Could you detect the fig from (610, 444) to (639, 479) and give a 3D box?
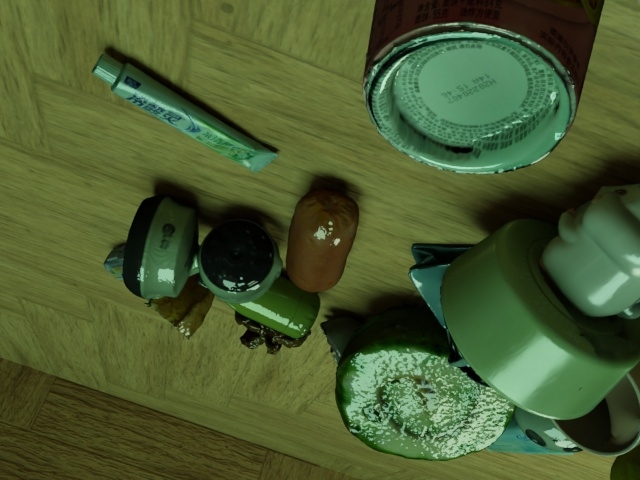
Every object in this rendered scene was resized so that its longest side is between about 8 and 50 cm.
[{"bbox_3d":[0.835,0.625,1.566,0.343,0.343,0.343,14,152,8],"label":"fig"}]

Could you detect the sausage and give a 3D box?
[{"bbox_3d":[0.000,0.000,1.179,0.114,0.113,0.259,17,152,3],"label":"sausage"}]

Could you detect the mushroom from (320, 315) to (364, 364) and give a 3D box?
[{"bbox_3d":[0.075,0.248,1.569,0.117,0.141,0.188,-17,135,-2],"label":"mushroom"}]

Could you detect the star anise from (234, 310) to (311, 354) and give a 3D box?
[{"bbox_3d":[-0.122,0.215,1.646,0.196,0.111,0.212,12,159,26],"label":"star anise"}]

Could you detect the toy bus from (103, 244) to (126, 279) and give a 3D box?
[{"bbox_3d":[-0.417,0.045,1.546,0.190,0.064,0.075,-11,135,42],"label":"toy bus"}]

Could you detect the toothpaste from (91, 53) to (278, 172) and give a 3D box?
[{"bbox_3d":[-0.201,-0.187,1.033,0.297,0.048,0.075,29,147,-27],"label":"toothpaste"}]

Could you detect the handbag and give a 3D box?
[{"bbox_3d":[0.257,0.085,1.242,0.144,0.057,0.221,-5,143,25],"label":"handbag"}]

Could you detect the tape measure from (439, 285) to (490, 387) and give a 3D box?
[{"bbox_3d":[0.298,0.158,1.148,0.182,0.181,0.107,-3,163,5],"label":"tape measure"}]

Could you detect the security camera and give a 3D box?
[{"bbox_3d":[-0.210,0.033,1.284,0.277,0.197,0.191,12,161,-3],"label":"security camera"}]

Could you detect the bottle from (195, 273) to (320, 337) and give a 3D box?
[{"bbox_3d":[-0.134,0.111,1.448,0.260,0.112,0.112,26,151,-15],"label":"bottle"}]

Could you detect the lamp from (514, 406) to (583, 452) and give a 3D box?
[{"bbox_3d":[0.503,0.336,1.422,0.198,0.197,0.244,7,141,20],"label":"lamp"}]

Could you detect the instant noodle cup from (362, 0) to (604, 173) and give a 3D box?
[{"bbox_3d":[0.143,-0.201,0.588,0.244,0.255,0.244,12,150,7],"label":"instant noodle cup"}]

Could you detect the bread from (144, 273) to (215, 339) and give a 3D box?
[{"bbox_3d":[-0.307,0.127,1.550,0.129,0.134,0.260,40,170,-10],"label":"bread"}]

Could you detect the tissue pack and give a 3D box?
[{"bbox_3d":[0.512,0.496,1.786,0.177,0.089,0.263,38,145,-29],"label":"tissue pack"}]

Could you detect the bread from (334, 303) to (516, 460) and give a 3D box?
[{"bbox_3d":[0.224,0.300,1.421,0.382,0.129,0.366,-24,116,17],"label":"bread"}]

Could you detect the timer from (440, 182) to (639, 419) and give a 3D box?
[{"bbox_3d":[0.365,0.043,0.931,0.291,0.290,0.315,24,131,-12],"label":"timer"}]

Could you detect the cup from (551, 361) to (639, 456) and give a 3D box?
[{"bbox_3d":[0.533,0.250,1.142,0.253,0.200,0.191,32,126,47],"label":"cup"}]
